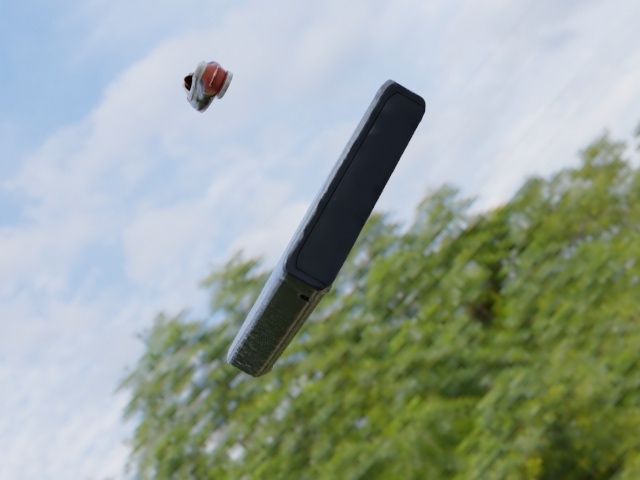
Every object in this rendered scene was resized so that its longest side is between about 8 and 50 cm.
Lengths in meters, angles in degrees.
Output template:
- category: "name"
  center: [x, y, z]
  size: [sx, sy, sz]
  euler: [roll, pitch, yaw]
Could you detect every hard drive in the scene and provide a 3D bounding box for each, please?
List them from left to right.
- category: "hard drive"
  center: [0.000, 0.000, 0.631]
  size: [0.094, 0.022, 0.135]
  euler: [-61, 1, -23]

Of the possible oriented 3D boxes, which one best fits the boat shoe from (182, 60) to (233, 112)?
- category: "boat shoe"
  center: [-0.138, -0.181, 1.729]
  size: [0.049, 0.043, 0.137]
  euler: [-70, 14, -8]
